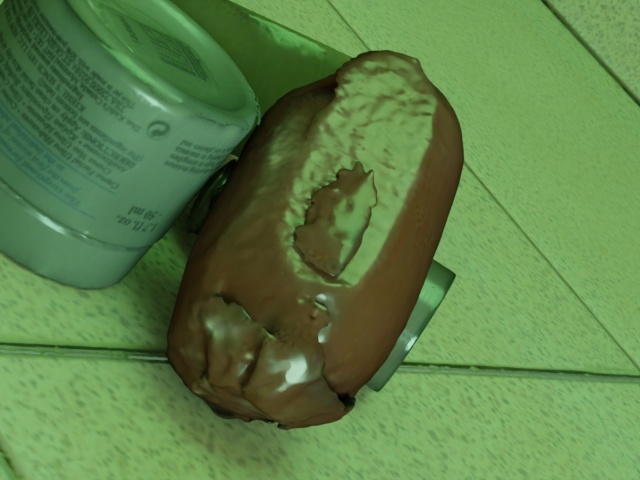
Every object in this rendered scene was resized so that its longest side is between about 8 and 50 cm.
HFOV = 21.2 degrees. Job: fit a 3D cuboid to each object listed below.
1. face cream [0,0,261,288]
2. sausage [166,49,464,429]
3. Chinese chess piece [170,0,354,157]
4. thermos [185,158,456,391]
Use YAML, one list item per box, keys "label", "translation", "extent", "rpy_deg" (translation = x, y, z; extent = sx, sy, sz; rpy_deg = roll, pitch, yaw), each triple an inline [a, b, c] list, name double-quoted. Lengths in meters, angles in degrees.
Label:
- label: "face cream"
  translation: [-0.150, -0.081, 1.109]
  extent: [0.177, 0.153, 0.177]
  rpy_deg: [37, 21, -17]
- label: "sausage"
  translation: [0.000, 0.000, 1.117]
  extent: [0.152, 0.152, 0.280]
  rpy_deg: [36, 57, -17]
- label: "Chinese chess piece"
  translation: [-0.064, -0.129, 1.325]
  extent: [0.273, 0.102, 0.273]
  rpy_deg: [25, 5, -3]
- label: "thermos"
  translation: [-0.010, 0.018, 1.268]
  extent: [0.193, 0.105, 0.137]
  rpy_deg: [33, -4, 1]
